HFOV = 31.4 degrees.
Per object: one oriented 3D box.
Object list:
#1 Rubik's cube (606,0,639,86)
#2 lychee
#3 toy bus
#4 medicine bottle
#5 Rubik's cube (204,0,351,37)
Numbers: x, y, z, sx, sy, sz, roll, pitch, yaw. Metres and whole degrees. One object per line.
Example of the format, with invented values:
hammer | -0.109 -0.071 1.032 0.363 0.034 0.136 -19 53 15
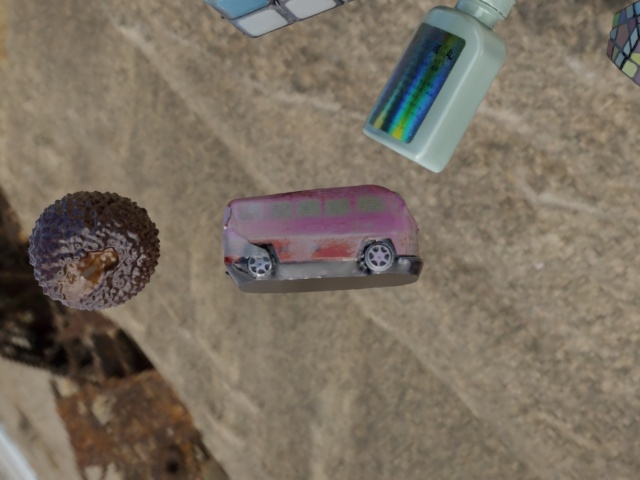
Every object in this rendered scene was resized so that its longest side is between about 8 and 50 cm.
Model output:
Rubik's cube | 0.400 -0.231 1.325 0.112 0.133 0.133 26 147 49
lychee | -0.332 0.010 1.659 0.188 0.188 0.188 45 159 22
toy bus | 0.000 0.000 1.719 0.127 0.302 0.147 81 -176 -82
medicine bottle | 0.148 -0.203 1.349 0.083 0.229 0.121 23 -172 -40
Rubik's cube | -0.029 -0.403 1.059 0.292 0.293 0.287 24 -128 -61
